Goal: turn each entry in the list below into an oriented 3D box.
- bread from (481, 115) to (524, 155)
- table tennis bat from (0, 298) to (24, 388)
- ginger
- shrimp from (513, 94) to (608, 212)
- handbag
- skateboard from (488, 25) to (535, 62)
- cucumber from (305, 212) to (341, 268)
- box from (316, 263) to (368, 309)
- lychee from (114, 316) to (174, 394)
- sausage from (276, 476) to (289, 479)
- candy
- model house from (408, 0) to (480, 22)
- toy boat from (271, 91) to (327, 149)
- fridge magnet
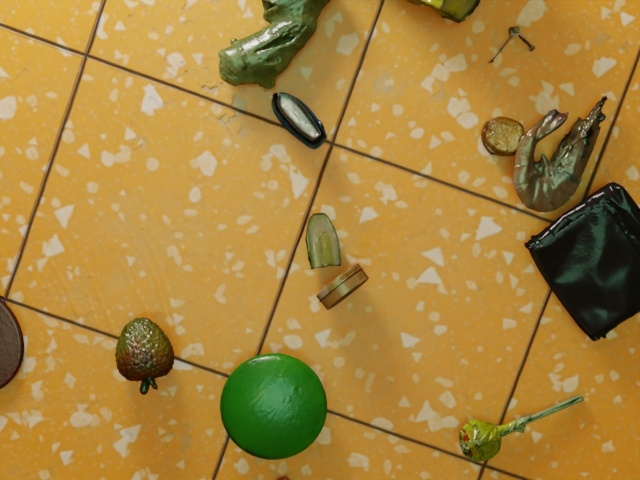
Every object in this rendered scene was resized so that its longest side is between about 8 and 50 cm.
[{"bbox_3d":[0.352,-0.199,1.925,0.083,0.046,0.081,-22,89,3],"label":"bread"},{"bbox_3d":[-0.707,0.160,1.948,0.200,0.038,0.310,-36,95,2],"label":"table tennis bat"},{"bbox_3d":[-0.081,-0.409,1.886,0.137,0.089,0.290,27,99,-21],"label":"ginger"},{"bbox_3d":[0.447,-0.178,1.915,0.145,0.059,0.254,21,94,-11],"label":"shrimp"},{"bbox_3d":[0.543,0.039,1.935,0.223,0.080,0.247,-35,97,9],"label":"handbag"},{"bbox_3d":[0.363,-0.360,1.921,0.064,0.032,0.083,42,91,-14],"label":"skateboard"},{"bbox_3d":[0.000,0.000,1.943,0.067,0.035,0.107,-8,94,-18],"label":"cucumber"},{"bbox_3d":[0.043,0.089,1.915,0.105,0.105,0.037,-37,84,2],"label":"box"},{"bbox_3d":[-0.337,0.220,1.922,0.114,0.114,0.146,-14,76,1],"label":"lychee"},{"bbox_3d":[-0.068,0.509,1.986,0.034,0.034,0.083,-15,94,1],"label":"sausage"},{"bbox_3d":[0.395,0.358,1.972,0.262,0.073,0.077,-22,113,-6],"label":"candy"},{"bbox_3d":[0.203,-0.534,1.868,0.211,0.170,0.194,30,102,25],"label":"model house"},{"bbox_3d":[-0.044,-0.231,1.910,0.137,0.061,0.060,45,85,4],"label":"toy boat"},{"bbox_3d":[-0.091,0.320,1.943,0.208,0.088,0.208,0,94,-2],"label":"fridge magnet"}]
